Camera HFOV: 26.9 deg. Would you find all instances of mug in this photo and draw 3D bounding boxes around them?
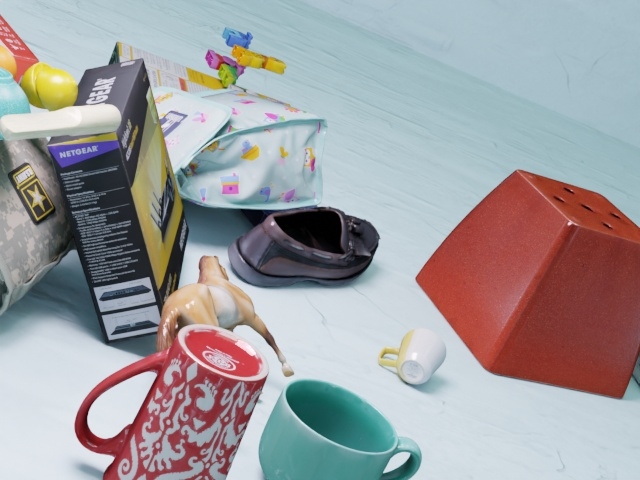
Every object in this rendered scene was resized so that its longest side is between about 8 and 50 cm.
[{"bbox_3d":[0.013,0.225,1.381,0.157,0.097,0.129,30,20,12],"label":"mug"},{"bbox_3d":[0.121,0.159,1.750,0.062,0.078,0.064,56,28,-10],"label":"mug"},{"bbox_3d":[-0.136,0.169,1.240,0.150,0.169,0.113,14,24,-30],"label":"mug"}]

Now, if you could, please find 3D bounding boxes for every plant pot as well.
[{"bbox_3d":[0.346,0.048,2.007,0.267,0.236,0.267,13,23,-29],"label":"plant pot"}]

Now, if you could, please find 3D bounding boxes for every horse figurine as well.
[{"bbox_3d":[-0.118,0.102,1.482,0.174,0.066,0.263,61,22,2],"label":"horse figurine"}]

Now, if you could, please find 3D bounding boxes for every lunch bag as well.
[{"bbox_3d":[-0.406,-0.050,1.475,0.287,0.169,0.235,30,24,0],"label":"lunch bag"},{"bbox_3d":[-0.158,-0.127,1.894,0.262,0.160,0.223,-9,21,-38],"label":"lunch bag"}]

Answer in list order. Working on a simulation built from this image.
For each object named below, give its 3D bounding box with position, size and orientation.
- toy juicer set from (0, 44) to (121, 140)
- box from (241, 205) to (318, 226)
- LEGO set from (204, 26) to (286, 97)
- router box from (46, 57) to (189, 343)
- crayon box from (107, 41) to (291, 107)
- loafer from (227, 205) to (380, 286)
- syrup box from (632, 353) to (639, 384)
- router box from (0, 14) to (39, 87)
[{"bbox_3d":[-0.333,-0.136,1.406,0.209,0.090,0.329,1,22,-47],"label":"toy juicer set"},{"bbox_3d":[-0.071,-0.061,2.073,0.136,0.037,0.225,9,27,-38],"label":"box"},{"bbox_3d":[-0.118,-0.295,2.286,0.093,0.087,0.227,15,23,-25],"label":"LEGO set"},{"bbox_3d":[-0.231,-0.057,1.586,0.081,0.243,0.309,-11,23,3],"label":"router box"},{"bbox_3d":[-0.198,-0.212,2.233,0.322,0.083,0.203,18,21,-17],"label":"crayon box"},{"bbox_3d":[0.000,0.000,1.895,0.302,0.095,0.109,-9,56,-52],"label":"loafer"},{"bbox_3d":[0.615,0.212,2.119,0.236,0.096,0.093,19,21,-18],"label":"syrup box"},{"bbox_3d":[-0.628,-0.334,2.028,0.301,0.082,0.335,8,27,-40],"label":"router box"}]
